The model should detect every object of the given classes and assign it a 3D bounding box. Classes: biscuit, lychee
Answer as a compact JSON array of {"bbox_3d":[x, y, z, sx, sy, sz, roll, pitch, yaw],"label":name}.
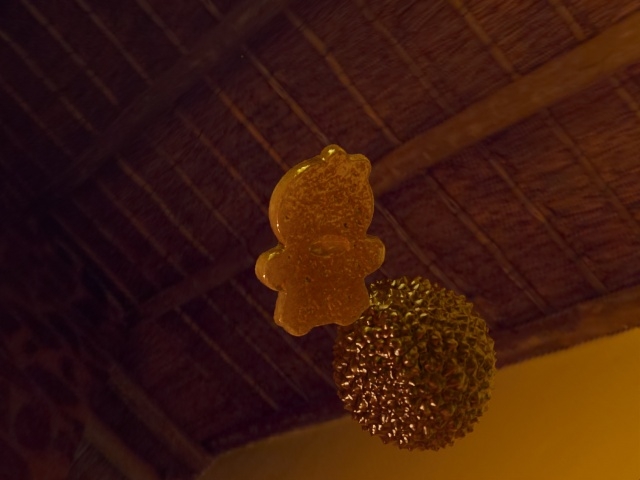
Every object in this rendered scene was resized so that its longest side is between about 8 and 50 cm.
[{"bbox_3d":[0.000,0.000,1.125,0.165,0.036,0.226,-11,-68,-21],"label":"biscuit"},{"bbox_3d":[0.126,0.164,1.366,0.271,0.271,0.272,-1,-79,-5],"label":"lychee"}]
